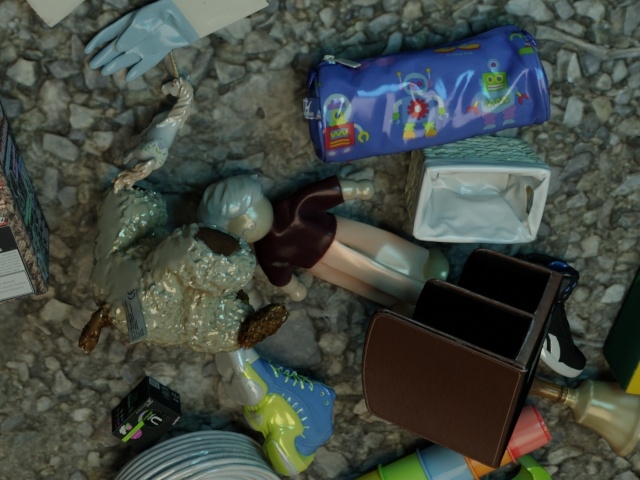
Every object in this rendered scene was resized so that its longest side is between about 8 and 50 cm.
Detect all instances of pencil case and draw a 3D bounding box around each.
[{"bbox_3d":[0.125,-0.181,1.676,0.306,0.119,0.133,-11,114,-3],"label":"pencil case"}]

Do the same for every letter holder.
[{"bbox_3d":[0.178,0.143,1.831,0.214,0.152,0.302,20,150,12],"label":"letter holder"}]

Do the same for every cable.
[{"bbox_3d":[-0.183,0.378,1.985,0.257,0.089,0.257,-1,133,-25],"label":"cable"}]

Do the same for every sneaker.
[{"bbox_3d":[0.332,0.100,1.923,0.121,0.079,0.217,-42,120,17],"label":"sneaker"},{"bbox_3d":[-0.056,0.207,1.936,0.126,0.091,0.240,-35,116,-24],"label":"sneaker"}]

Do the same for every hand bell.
[{"bbox_3d":[0.344,0.221,2.007,0.242,0.126,0.126,18,119,-7],"label":"hand bell"}]

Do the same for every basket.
[{"bbox_3d":[0.195,-0.070,1.771,0.167,0.103,0.113,1,123,-12],"label":"basket"}]

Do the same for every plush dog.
[{"bbox_3d":[-0.171,0.074,1.709,0.225,0.262,0.211,29,87,-46],"label":"plush dog"}]

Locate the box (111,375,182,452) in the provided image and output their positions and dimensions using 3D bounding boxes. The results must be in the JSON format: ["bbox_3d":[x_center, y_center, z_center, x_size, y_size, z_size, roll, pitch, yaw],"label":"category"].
[{"bbox_3d":[-0.245,0.244,1.931,0.062,0.052,0.083,35,110,-27],"label":"box"}]

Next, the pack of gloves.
[{"bbox_3d":[-0.208,-0.299,1.593,0.232,0.046,0.195,-27,128,17],"label":"pack of gloves"}]

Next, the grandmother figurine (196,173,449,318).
[{"bbox_3d":[0.000,0.000,1.786,0.342,0.104,0.208,20,111,-25],"label":"grandmother figurine"}]

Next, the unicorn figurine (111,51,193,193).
[{"bbox_3d":[-0.198,-0.130,1.667,0.060,0.162,0.111,26,143,-30],"label":"unicorn figurine"}]

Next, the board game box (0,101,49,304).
[{"bbox_3d":[-0.475,-0.061,1.632,0.232,0.141,0.291,-14,125,-1],"label":"board game box"}]

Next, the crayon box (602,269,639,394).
[{"bbox_3d":[0.630,0.085,1.952,0.363,0.106,0.313,8,120,-16],"label":"crayon box"}]

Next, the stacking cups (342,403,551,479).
[{"bbox_3d":[0.189,0.337,2.044,0.316,0.096,0.096,-26,124,7],"label":"stacking cups"}]

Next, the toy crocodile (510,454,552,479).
[{"bbox_3d":[0.205,0.446,2.111,0.340,0.115,0.105,-27,118,6],"label":"toy crocodile"}]
